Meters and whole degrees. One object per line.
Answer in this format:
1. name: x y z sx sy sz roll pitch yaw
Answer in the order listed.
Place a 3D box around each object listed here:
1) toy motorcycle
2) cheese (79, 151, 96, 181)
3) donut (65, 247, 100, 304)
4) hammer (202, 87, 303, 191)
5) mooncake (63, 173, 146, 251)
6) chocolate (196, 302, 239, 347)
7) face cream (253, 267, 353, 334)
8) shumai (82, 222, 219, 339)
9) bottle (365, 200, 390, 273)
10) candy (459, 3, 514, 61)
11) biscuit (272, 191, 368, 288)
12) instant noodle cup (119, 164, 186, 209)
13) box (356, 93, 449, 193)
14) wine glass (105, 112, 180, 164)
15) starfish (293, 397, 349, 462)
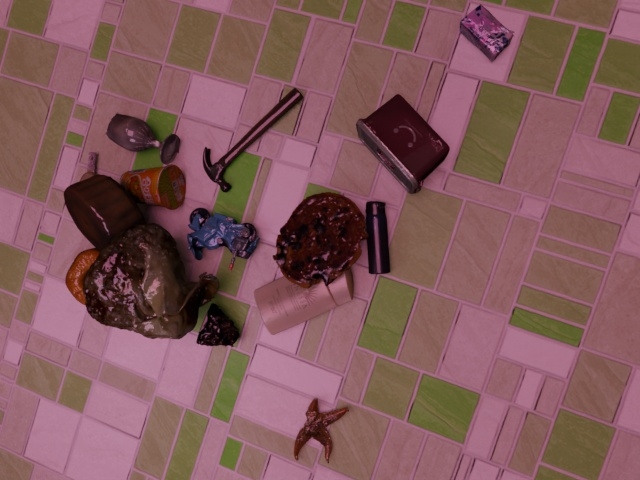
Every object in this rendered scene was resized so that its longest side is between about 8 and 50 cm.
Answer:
1. toy motorcycle: -0.354 -0.002 1.761 0.273 0.123 0.181 17 83 11
2. cheese: -0.870 -0.239 1.903 0.097 0.037 0.191 6 92 10
3. donut: -0.824 0.136 1.857 0.227 0.114 0.226 0 90 10
4. hammer: -0.234 -0.370 1.776 0.440 0.044 0.168 -40 84 8
5. mooncake: -0.741 -0.089 1.754 0.290 0.290 0.161 45 56 8
6. chocolate: -0.345 0.312 1.762 0.133 0.156 0.156 21 94 -5
7. face cream: -0.046 0.180 1.715 0.349 0.081 0.173 -25 79 11
8. shumai: -0.544 0.182 1.659 0.348 0.395 0.394 34 96 20
9. bottle: 0.188 -0.011 1.677 0.072 0.082 0.244 -3 90 -33
10. candy: 0.531 -0.664 1.607 0.092 0.073 0.160 -44 82 7
11. biscuit: 0.003 0.003 1.664 0.289 0.081 0.334 42 90 24
12. instant noodle cup: -0.607 -0.191 1.799 0.185 0.168 0.168 3 90 19
13. box: 0.265 -0.309 1.607 0.167 0.193 0.294 -41 82 0
14. wine glass: -0.641 -0.369 1.815 0.241 0.126 0.126 22 94 11
15. starfish: -0.002 0.657 1.727 0.138 0.050 0.247 21 101 10
